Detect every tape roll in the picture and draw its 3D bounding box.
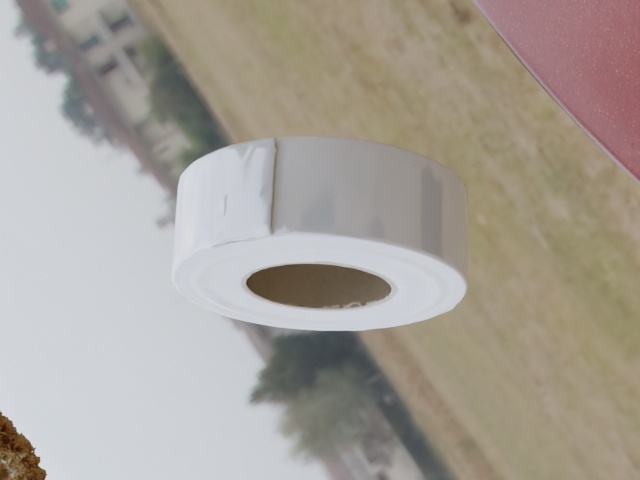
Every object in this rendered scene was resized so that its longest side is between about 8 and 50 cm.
[{"bbox_3d":[0.000,0.000,1.486,0.286,0.286,0.100,61,-150,-67],"label":"tape roll"}]

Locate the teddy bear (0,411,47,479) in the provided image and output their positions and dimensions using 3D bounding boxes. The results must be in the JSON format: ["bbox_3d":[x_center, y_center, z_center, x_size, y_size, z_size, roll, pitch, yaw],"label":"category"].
[{"bbox_3d":[-0.295,0.185,1.351,0.338,0.113,0.245,49,158,15],"label":"teddy bear"}]

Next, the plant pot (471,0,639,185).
[{"bbox_3d":[0.201,-0.191,0.716,0.236,0.267,0.267,35,144,34],"label":"plant pot"}]
